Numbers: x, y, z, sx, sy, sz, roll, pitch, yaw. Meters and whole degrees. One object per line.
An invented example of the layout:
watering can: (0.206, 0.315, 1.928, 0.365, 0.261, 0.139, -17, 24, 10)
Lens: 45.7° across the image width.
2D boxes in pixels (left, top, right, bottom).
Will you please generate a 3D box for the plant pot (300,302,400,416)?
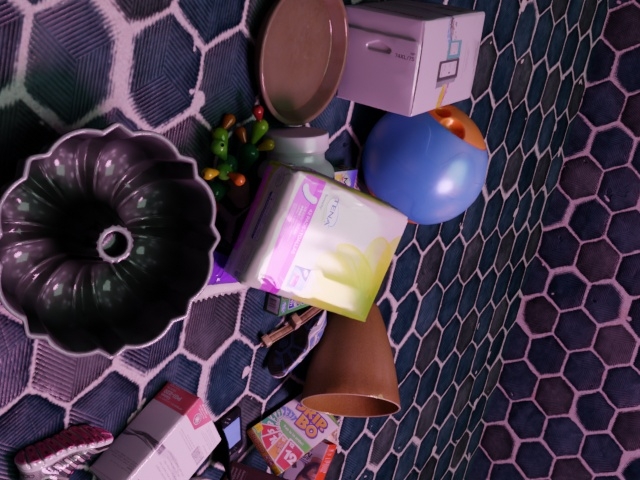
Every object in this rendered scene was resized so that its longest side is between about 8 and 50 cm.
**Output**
plant pot: (0.081, 0.278, 1.842, 0.237, 0.237, 0.254, 48, 42, -56)

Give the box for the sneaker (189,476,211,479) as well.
sneaker: (-0.305, 0.616, 1.505, 0.350, 0.148, 0.131, -36, 136, -44)

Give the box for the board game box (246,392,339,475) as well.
board game box: (-0.055, 0.451, 1.836, 0.039, 0.124, 0.259, -41, 169, 36)

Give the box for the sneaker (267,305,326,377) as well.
sneaker: (-0.044, 0.238, 1.758, 0.211, 0.080, 0.081, -51, 145, -26)

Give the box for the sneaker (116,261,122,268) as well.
sneaker: (-0.331, 0.057, 1.218, 0.084, 0.058, 0.152, -1, 112, -55)

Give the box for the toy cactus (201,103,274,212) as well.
toy cactus: (-0.151, -0.123, 1.370, 0.180, 0.112, 0.219, 77, 35, -57)

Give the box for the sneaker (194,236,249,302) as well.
sneaker: (-0.203, 0.020, 1.353, 0.293, 0.102, 0.146, -18, 122, -53)

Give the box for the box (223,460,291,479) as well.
box: (-0.134, 0.639, 1.749, 0.168, 0.167, 0.203, -65, 150, -27)

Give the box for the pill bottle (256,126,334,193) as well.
pill bottle: (-0.048, -0.081, 1.477, 0.153, 0.153, 0.264, -21, 117, -52)

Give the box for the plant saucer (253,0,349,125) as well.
plant saucer: (-0.037, -0.358, 1.450, 0.278, 0.041, 0.278, -34, 134, -43)

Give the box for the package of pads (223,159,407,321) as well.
package of pads: (0.000, 0.000, 1.379, 0.296, 0.101, 0.229, 21, 94, -37)

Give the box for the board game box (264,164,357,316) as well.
board game box: (-0.020, -0.004, 1.684, 0.213, 0.046, 0.317, -14, 119, -53)

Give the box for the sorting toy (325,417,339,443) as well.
sorting toy: (0.012, 0.525, 2.060, 0.075, 0.045, 0.083, -28, 131, -39)

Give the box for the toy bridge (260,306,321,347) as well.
toy bridge: (-0.057, 0.184, 1.708, 0.188, 0.026, 0.063, -33, 169, -16)

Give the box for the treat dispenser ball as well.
treat dispenser ball: (0.240, -0.180, 1.751, 0.288, 0.288, 0.288, -35, 135, -44)

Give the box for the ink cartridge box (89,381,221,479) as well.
ink cartridge box: (-0.306, 0.403, 1.432, 0.218, 0.092, 0.158, -50, 144, -33)

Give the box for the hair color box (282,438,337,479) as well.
hair color box: (-0.034, 0.589, 1.971, 0.053, 0.093, 0.167, 25, 86, -58)

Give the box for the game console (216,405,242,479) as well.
game console: (-0.188, 0.447, 1.663, 0.107, 0.071, 0.122, -33, 135, -45)

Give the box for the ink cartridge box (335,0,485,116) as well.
ink cartridge box: (0.192, -0.402, 1.633, 0.270, 0.198, 0.197, -25, 129, -48)

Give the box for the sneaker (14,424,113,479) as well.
sneaker: (-0.422, 0.362, 1.254, 0.170, 0.063, 0.075, -13, 118, -49)

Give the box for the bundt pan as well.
bundt pan: (-0.316, -0.005, 1.082, 0.331, 0.124, 0.331, -10, 106, -36)
